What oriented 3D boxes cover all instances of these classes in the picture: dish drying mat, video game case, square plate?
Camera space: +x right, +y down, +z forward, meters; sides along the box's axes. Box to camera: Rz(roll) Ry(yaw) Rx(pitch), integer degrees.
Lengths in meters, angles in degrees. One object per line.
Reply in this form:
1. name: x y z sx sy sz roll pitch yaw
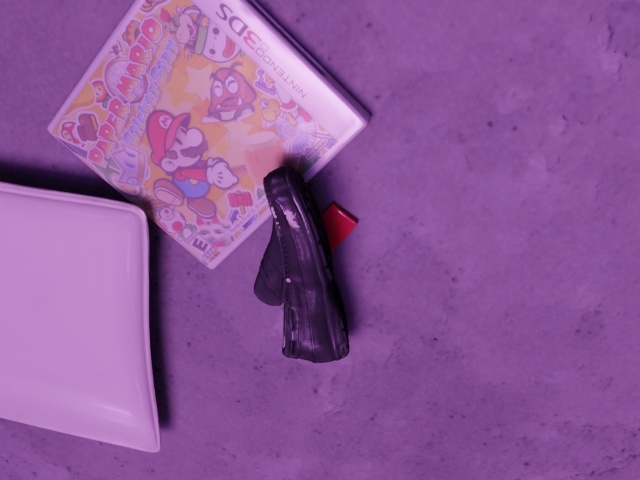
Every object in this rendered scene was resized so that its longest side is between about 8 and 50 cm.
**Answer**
1. dish drying mat: 0.000 0.000 0.610 0.032 0.008 0.083 36 122 -10
2. video game case: -0.106 -0.104 0.562 0.206 0.026 0.227 42 120 -13
3. square plate: -0.340 0.074 0.705 0.344 0.049 0.347 11 122 7

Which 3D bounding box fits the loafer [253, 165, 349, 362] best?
1. loafer: -0.025 0.034 0.581 0.078 0.076 0.223 -10 128 4
